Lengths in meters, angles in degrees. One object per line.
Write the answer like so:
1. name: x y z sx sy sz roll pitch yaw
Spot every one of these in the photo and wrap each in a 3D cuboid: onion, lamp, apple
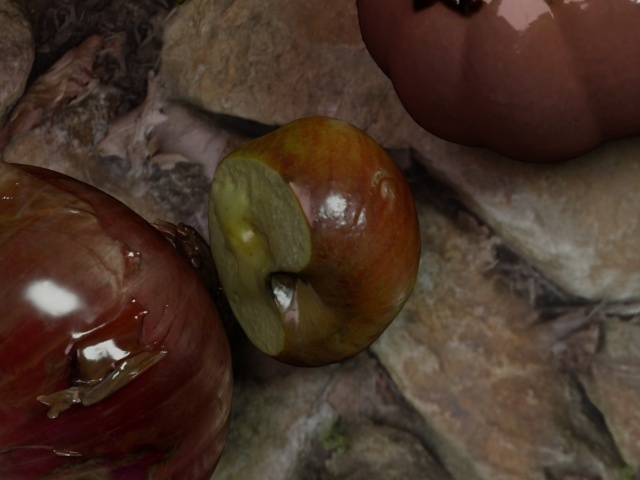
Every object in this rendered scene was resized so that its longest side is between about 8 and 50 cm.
1. onion: -0.231 0.097 0.693 0.354 0.354 0.353 -9 70 26
2. lamp: 0.164 -0.212 0.634 0.305 0.240 0.305 -8 71 26
3. apple: 0.000 0.000 0.698 0.173 0.160 0.195 -115 28 -48

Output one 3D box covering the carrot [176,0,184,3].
1. carrot: -0.130 -0.450 0.876 0.241 0.241 0.340 35 91 32
